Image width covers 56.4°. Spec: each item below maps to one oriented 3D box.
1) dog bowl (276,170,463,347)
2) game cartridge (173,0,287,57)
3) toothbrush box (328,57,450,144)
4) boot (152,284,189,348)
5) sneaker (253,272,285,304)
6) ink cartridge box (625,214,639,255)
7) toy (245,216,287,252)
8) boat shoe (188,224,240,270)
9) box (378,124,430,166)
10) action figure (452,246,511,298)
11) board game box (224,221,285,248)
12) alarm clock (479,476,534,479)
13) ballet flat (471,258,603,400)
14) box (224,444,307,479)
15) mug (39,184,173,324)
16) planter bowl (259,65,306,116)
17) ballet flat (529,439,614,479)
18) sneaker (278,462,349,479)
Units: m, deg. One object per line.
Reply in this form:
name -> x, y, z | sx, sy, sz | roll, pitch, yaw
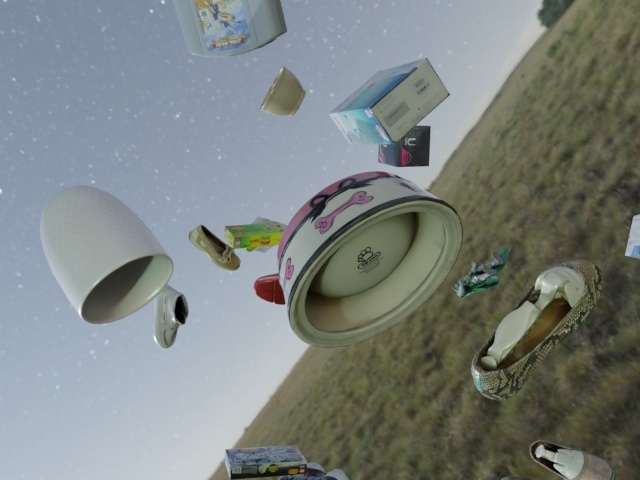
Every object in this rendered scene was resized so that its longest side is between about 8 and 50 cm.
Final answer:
dog bowl -> 0.088, 0.033, 1.246 | 0.407, 0.150, 0.408 | -20, -40, -18
game cartridge -> -0.225, -0.546, 1.434 | 0.062, 0.297, 0.198 | -37, -59, -51
toothbrush box -> 0.183, -0.381, 1.675 | 0.216, 0.126, 0.295 | -42, 18, -9
boot -> -0.539, 0.293, 2.165 | 0.095, 0.123, 0.258 | -23, -58, -45
sneaker -> -0.070, 0.098, 1.578 | 0.128, 0.221, 0.087 | -106, 23, -55
ink cartridge box -> 0.939, -0.012, 1.734 | 0.088, 0.052, 0.123 | 32, -110, -84
toy -> -0.208, -0.032, 2.108 | 0.237, 0.136, 0.056 | -42, 41, 49
boat shoe -> -0.251, 0.019, 1.466 | 0.048, 0.153, 0.056 | -32, 26, 35
box -> 0.338, -0.390, 2.448 | 0.270, 0.143, 0.165 | -135, 44, -76
action figure -> 0.404, 0.100, 1.561 | 0.137, 0.063, 0.232 | -49, -5, -24
board game box -> -0.202, -0.017, 1.875 | 0.181, 0.092, 0.043 | -5, -65, -25
alarm clock -> 0.466, 0.599, 1.399 | 0.129, 0.192, 0.064 | 85, -154, -56
ballet flat -> 0.558, 0.194, 1.526 | 0.483, 0.164, 0.182 | -45, -45, -12
box -> -0.101, 0.401, 1.082 | 0.094, 0.137, 0.027 | 175, 97, -76
mug -> -0.589, 0.020, 1.686 | 0.276, 0.328, 0.374 | -48, -21, 16
planter bowl -> -0.116, -0.477, 1.977 | 0.162, 0.109, 0.162 | -55, 16, 24
ballet flat -> 0.702, 0.641, 1.719 | 0.108, 0.106, 0.316 | -62, 5, -15
sneaker -> -0.026, 0.587, 1.353 | 0.153, 0.101, 0.268 | -15, -3, -26
